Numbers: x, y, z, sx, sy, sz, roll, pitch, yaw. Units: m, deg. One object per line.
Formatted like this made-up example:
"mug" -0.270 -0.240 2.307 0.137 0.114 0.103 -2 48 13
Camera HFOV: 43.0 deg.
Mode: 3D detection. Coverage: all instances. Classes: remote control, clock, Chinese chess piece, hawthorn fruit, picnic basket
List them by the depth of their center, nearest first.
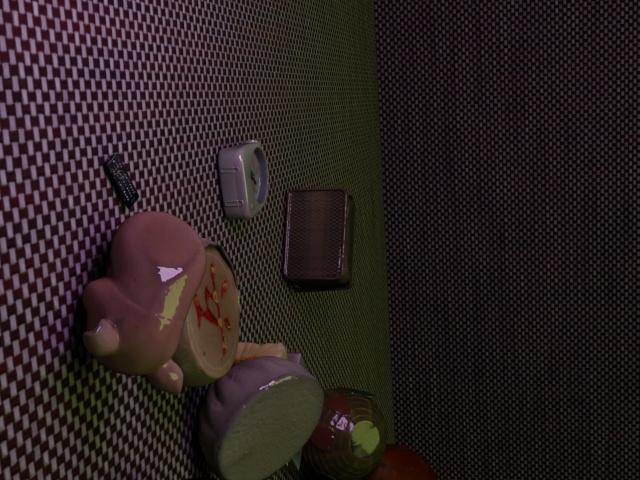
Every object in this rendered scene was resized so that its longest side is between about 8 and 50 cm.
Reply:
"remote control" -0.300 -0.089 1.219 0.034 0.016 0.091 -59 149 -35
"Chinese chess piece" -0.218 0.119 1.362 0.250 0.103 0.250 -3 90 -75
"clock" -0.155 -0.135 1.708 0.191 0.062 0.152 -54 140 -68
"picnic basket" 0.000 0.000 2.107 0.139 0.165 0.267 46 45 -71
"hawthorn fruit" 0.135 0.757 2.221 0.403 0.402 0.403 -1 90 -76

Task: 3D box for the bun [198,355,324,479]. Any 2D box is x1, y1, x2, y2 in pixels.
"bun" -0.139 0.319 1.556 0.263 0.175 0.263 -28 136 -30

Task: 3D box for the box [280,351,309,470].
"box" -0.079 0.411 1.962 0.155 0.067 0.243 75 20 -49

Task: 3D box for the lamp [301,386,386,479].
"lamp" 0.040 0.499 2.116 0.284 0.250 0.250 -7 -98 61

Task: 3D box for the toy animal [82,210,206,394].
"toy animal" -0.243 0.074 1.142 0.166 0.154 0.250 26 55 -26

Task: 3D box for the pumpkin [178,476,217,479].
"pumpkin" -0.188 0.517 1.204 0.296 0.295 0.296 -1 90 -76

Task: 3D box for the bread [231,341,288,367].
"bread" -0.121 0.301 1.679 0.068 0.125 0.188 -70 155 -59
